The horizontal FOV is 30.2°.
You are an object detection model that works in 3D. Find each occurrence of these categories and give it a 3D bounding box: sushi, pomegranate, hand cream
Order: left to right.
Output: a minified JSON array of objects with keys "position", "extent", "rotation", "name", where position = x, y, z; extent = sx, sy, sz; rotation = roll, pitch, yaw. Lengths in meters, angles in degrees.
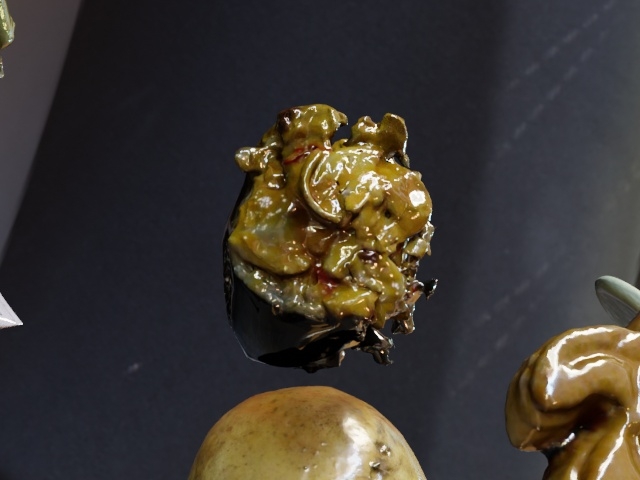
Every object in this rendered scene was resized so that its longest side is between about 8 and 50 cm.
[{"position":[-0.532,0.113,1.790],"extent":[0.142,0.084,0.053],"rotation":[-14,135,-38],"name":"hand cream"},{"position":[-0.018,0.294,1.232],"extent":[0.281,0.281,0.281],"rotation":[-51,152,-42],"name":"pomegranate"},{"position":[0.007,-0.001,1.114],"extent":[0.204,0.200,0.213],"rotation":[95,-10,-57],"name":"sushi"}]

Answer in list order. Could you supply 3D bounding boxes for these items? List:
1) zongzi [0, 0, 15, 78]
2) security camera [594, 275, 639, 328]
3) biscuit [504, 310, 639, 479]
[{"position":[-0.397,-0.243,1.277],"extent":[0.062,0.131,0.154],"rotation":[-72,161,-50],"name":"zongzi"},{"position":[0.375,0.145,1.200],"extent":[0.080,0.301,0.157],"rotation":[-45,136,-2],"name":"security camera"},{"position":[0.252,0.177,0.691],"extent":[0.070,0.350,0.394],"rotation":[-33,-159,51],"name":"biscuit"}]
